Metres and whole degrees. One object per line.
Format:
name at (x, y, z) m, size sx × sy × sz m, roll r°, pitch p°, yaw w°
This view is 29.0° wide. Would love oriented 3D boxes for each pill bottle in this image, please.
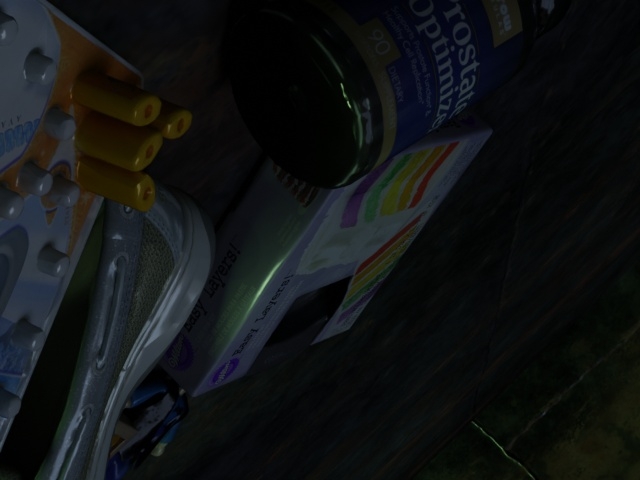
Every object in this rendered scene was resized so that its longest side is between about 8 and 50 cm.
pill bottle at (0.057, -0.132, 0.782) m, size 0.219 × 0.123 × 0.123 m, roll -34°, pitch 159°, yaw -31°

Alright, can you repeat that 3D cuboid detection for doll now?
doll at (-0.162, 0.171, 1.080) m, size 0.189 × 0.046 × 0.129 m, roll -49°, pitch 154°, yaw -10°

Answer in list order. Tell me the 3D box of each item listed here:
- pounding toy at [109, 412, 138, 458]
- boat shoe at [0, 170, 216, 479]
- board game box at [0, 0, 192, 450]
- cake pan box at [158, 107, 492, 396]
pounding toy at (-0.205, 0.163, 0.877) m, size 0.141 × 0.100 × 0.130 m, roll -44°, pitch 162°, yaw -6°
boat shoe at (-0.179, 0.099, 0.744) m, size 0.320 × 0.118 × 0.103 m, roll -59°, pitch 148°, yaw -1°
board game box at (-0.205, 0.061, 0.495) m, size 0.390 × 0.050 × 0.390 m, roll -69°, pitch 162°, yaw -4°
cake pan box at (0.000, 0.000, 1.037) m, size 0.246 × 0.070 × 0.267 m, roll -14°, pitch 145°, yaw -55°
